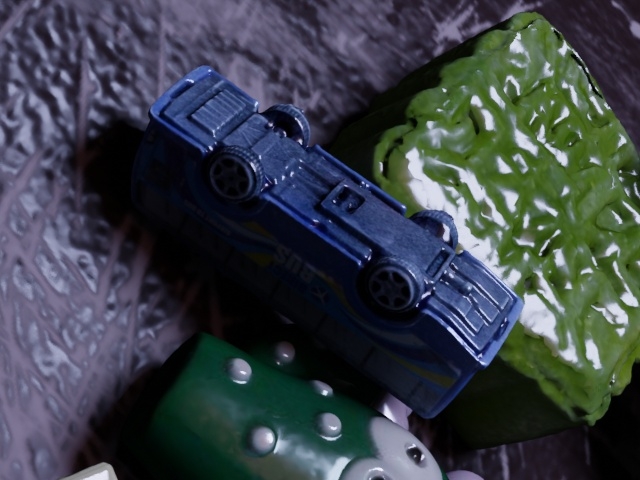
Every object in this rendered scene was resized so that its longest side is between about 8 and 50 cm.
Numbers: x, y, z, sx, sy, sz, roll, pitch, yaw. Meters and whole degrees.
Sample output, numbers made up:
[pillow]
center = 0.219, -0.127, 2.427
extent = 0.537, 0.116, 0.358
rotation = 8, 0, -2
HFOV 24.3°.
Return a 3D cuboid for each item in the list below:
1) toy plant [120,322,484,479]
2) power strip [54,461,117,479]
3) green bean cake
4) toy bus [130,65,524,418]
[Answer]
[toy plant]
center = 0.005, 0.150, 0.840
extent = 0.232, 0.112, 0.243
rotation = -22, 73, -49
[power strip]
center = -0.160, 0.147, 0.748
extent = 0.123, 0.056, 0.032
rotation = -17, 86, -42
[green bean cake]
center = 0.126, -0.003, 0.983
extent = 0.248, 0.125, 0.222
rotation = 55, 50, -11
[toy bus]
center = -0.002, 0.003, 0.854
extent = 0.236, 0.094, 0.079
rotation = 35, 35, 5
